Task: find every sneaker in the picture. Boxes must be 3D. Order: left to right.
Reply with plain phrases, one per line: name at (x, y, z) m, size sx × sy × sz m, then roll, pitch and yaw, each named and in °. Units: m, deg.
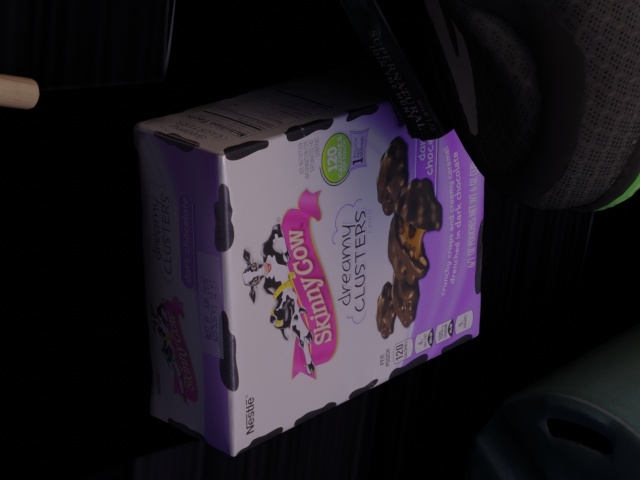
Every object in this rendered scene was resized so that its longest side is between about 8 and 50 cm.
sneaker at (0.023, -0.190, 0.607) m, size 0.202 × 0.185 × 0.483 m, roll -39°, pitch 131°, yaw -17°

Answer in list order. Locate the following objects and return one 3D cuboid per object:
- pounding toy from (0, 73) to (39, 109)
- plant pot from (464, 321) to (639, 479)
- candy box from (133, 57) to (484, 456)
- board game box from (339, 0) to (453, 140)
pounding toy at (-0.165, -0.132, 0.577) m, size 0.206 × 0.094 × 0.181 m, roll -44°, pitch 135°, yaw -22°
plant pot at (0.300, 0.168, 1.057) m, size 0.334 × 0.341 × 0.341 m, roll -17°, pitch 119°, yaw -32°
candy box at (0.000, 0.000, 0.828) m, size 0.196 × 0.070 × 0.165 m, roll -22°, pitch 121°, yaw -40°
board game box at (0.048, -0.161, 0.787) m, size 0.126 × 0.026 × 0.186 m, roll -45°, pitch 114°, yaw -35°
